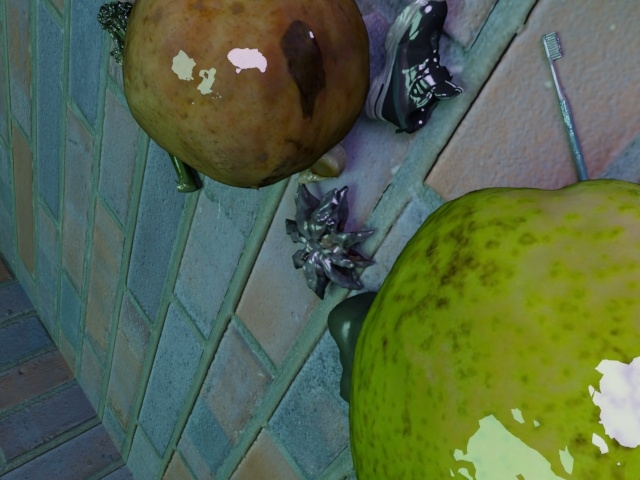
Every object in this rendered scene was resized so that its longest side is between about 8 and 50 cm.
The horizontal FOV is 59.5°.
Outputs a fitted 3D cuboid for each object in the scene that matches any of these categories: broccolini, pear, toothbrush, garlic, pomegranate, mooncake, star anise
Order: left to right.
[{"bbox_3d":[-0.334,-0.273,1.076,0.079,0.074,0.391,-27,85,57],"label":"broccolini"},{"bbox_3d":[-0.085,-0.200,0.627,0.281,0.281,0.280,23,124,40],"label":"pomegranate"},{"bbox_3d":[-0.007,-0.130,0.783,0.113,0.074,0.094,24,154,47],"label":"garlic"},{"bbox_3d":[0.000,0.000,0.845,0.180,0.061,0.204,51,138,18],"label":"star anise"},{"bbox_3d":[0.076,0.163,0.810,0.175,0.104,0.168,61,146,13],"label":"mooncake"},{"bbox_3d":[0.246,-0.123,0.552,0.014,0.011,0.167,-12,99,44],"label":"toothbrush"},{"bbox_3d":[0.202,0.127,0.450,0.391,0.391,0.390,23,124,40],"label":"pear"}]

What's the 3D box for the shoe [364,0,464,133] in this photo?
[{"bbox_3d":[0.117,-0.185,0.626,0.099,0.071,0.169,44,139,21],"label":"shoe"}]
